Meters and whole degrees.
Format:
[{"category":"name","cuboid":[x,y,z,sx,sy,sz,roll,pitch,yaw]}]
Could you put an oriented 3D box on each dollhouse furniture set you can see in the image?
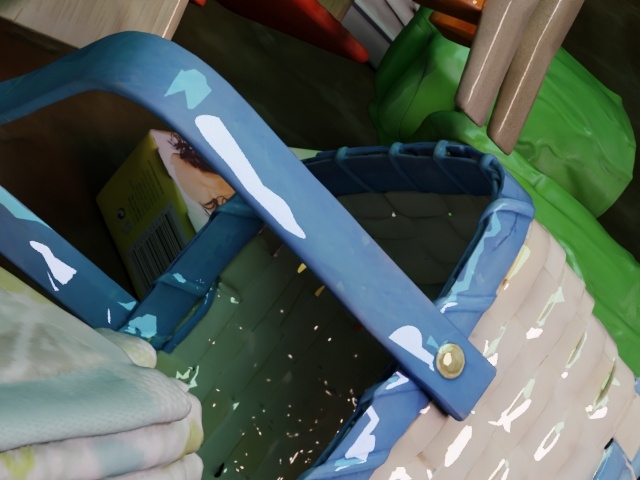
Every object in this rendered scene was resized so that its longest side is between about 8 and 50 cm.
[{"category":"dollhouse furniture set","cuboid":[-0.040,-0.120,0.872,0.262,0.135,0.259,23,-1,16]}]

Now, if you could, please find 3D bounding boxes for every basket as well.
[{"category":"basket","cuboid":[-0.024,0.035,0.786,0.289,0.254,0.201,47,68,-19]}]

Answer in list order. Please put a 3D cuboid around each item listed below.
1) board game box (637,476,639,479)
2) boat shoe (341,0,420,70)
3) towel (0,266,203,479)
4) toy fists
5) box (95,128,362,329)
[{"category":"board game box","cuboid":[0.421,0.120,1.012,0.356,0.356,0.356,30,21,-18]},{"category":"boat shoe","cuboid":[0.089,-0.136,1.273,0.267,0.088,0.096,45,32,5]},{"category":"towel","cuboid":[-0.259,0.032,0.614,0.320,0.090,0.374,30,21,36]},{"category":"toy fists","cuboid":[0.088,-0.030,1.037,0.142,0.096,0.279,39,32,-24]},{"category":"box","cuboid":[0.000,0.000,1.047,0.232,0.058,0.087,4,49,-45]}]
